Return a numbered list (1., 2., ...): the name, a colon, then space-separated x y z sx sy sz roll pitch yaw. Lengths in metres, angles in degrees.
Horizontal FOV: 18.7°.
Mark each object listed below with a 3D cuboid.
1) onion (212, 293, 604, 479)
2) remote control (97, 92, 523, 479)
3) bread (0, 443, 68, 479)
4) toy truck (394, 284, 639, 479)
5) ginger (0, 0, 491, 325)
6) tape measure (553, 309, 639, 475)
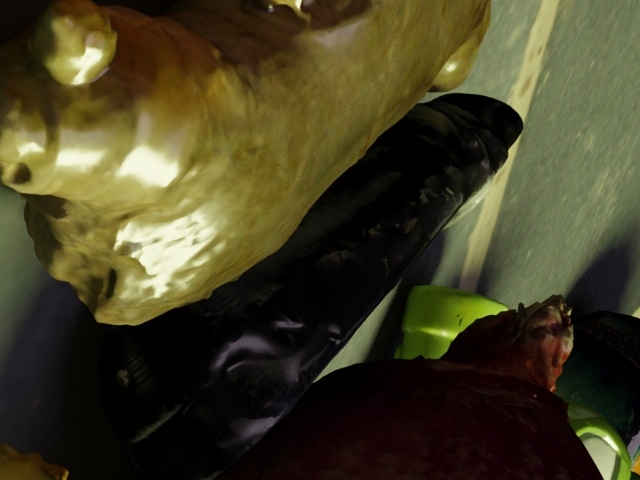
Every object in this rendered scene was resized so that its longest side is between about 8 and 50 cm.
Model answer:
1. onion: -0.001 0.128 0.750 0.159 0.267 0.349 41 45 -29
2. remote control: 0.000 0.000 0.764 0.090 0.066 0.266 -22 -164 39
3. bread: -0.090 0.137 0.495 0.103 0.065 0.187 90 -2 -55
4. toy truck: 0.074 0.143 1.015 0.210 0.148 0.187 52 55 -52
5. ginger: -0.004 -0.065 0.648 0.333 0.080 0.166 -33 156 -49
6. tape measure: 0.194 0.160 1.326 0.202 0.135 0.223 -35 141 -37
